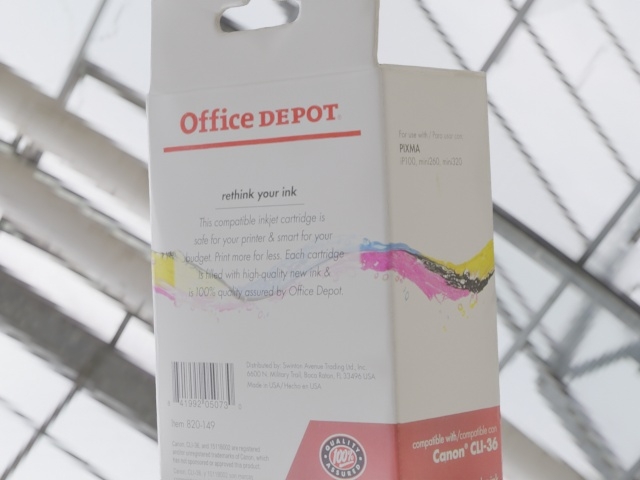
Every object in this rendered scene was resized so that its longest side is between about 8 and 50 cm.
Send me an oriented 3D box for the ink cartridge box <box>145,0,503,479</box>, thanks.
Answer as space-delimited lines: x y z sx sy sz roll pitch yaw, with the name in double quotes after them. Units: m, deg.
0.000 0.000 0.624 0.067 0.115 0.198 -3 -89 -50 "ink cartridge box"
